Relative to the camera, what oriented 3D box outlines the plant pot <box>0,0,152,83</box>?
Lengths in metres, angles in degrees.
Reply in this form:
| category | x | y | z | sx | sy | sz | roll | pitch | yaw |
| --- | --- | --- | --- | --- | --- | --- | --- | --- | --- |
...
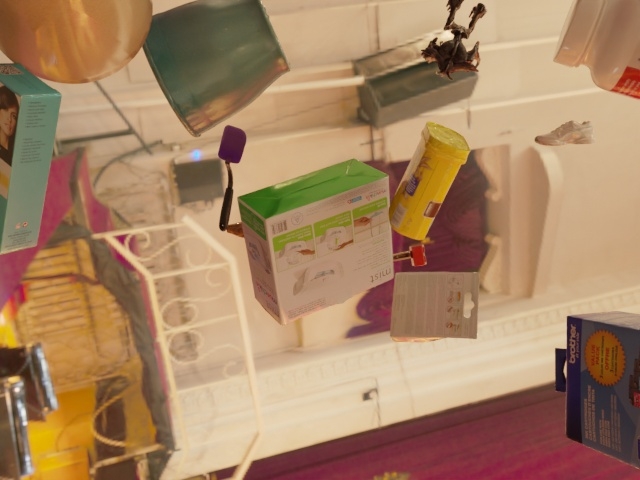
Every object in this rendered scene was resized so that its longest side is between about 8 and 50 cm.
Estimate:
| category | x | y | z | sx | sy | sz | roll | pitch | yaw |
| --- | --- | --- | --- | --- | --- | --- | --- | --- | --- |
| plant pot | -0.356 | -0.364 | 0.923 | 0.274 | 0.256 | 0.256 | -166 | -114 | -74 |

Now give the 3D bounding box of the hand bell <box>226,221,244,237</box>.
| category | x | y | z | sx | sy | sz | roll | pitch | yaw |
| --- | --- | --- | --- | --- | --- | --- | --- | --- | --- |
| hand bell | -0.103 | -0.020 | 1.610 | 0.126 | 0.242 | 0.126 | -176 | -90 | -68 |

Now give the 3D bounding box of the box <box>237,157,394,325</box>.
| category | x | y | z | sx | sy | sz | roll | pitch | yaw |
| --- | --- | --- | --- | --- | --- | --- | --- | --- | --- |
| box | 0.000 | 0.000 | 1.290 | 0.127 | 0.262 | 0.231 | 37 | -38 | 50 |

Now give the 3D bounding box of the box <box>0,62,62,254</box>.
| category | x | y | z | sx | sy | sz | roll | pitch | yaw |
| --- | --- | --- | --- | --- | --- | --- | --- | --- | --- |
| box | -0.427 | -0.110 | 0.933 | 0.100 | 0.060 | 0.244 | 35 | -60 | 24 |

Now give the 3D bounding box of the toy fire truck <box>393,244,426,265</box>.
| category | x | y | z | sx | sy | sz | roll | pitch | yaw |
| --- | --- | --- | --- | --- | --- | --- | --- | --- | --- |
| toy fire truck | 0.178 | 0.041 | 1.630 | 0.192 | 0.135 | 0.047 | -34 | 114 | -87 |

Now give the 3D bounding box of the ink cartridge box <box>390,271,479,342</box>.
| category | x | y | z | sx | sy | sz | roll | pitch | yaw |
| --- | --- | --- | --- | --- | --- | --- | --- | --- | --- |
| ink cartridge box | 0.238 | 0.137 | 1.402 | 0.045 | 0.179 | 0.145 | 51 | 42 | -60 |

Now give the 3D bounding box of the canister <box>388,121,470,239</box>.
| category | x | y | z | sx | sy | sz | roll | pitch | yaw |
| --- | --- | --- | --- | --- | --- | --- | --- | --- | --- |
| canister | 0.177 | -0.099 | 1.137 | 0.126 | 0.073 | 0.170 | -81 | -167 | -65 |

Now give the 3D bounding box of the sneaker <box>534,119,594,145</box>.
| category | x | y | z | sx | sy | sz | roll | pitch | yaw |
| --- | --- | --- | --- | --- | --- | --- | --- | --- | --- |
| sneaker | 0.601 | -0.265 | 1.678 | 0.054 | 0.152 | 0.061 | -133 | -142 | -78 |

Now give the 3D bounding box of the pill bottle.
| category | x | y | z | sx | sy | sz | roll | pitch | yaw |
| --- | --- | --- | --- | --- | --- | --- | --- | --- | --- |
| pill bottle | 0.702 | -0.391 | 1.372 | 0.229 | 0.407 | 0.229 | 19 | 90 | -81 |

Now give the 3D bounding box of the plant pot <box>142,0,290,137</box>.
| category | x | y | z | sx | sy | sz | roll | pitch | yaw |
| --- | --- | --- | --- | --- | --- | --- | --- | --- | --- |
| plant pot | -0.212 | -0.397 | 1.453 | 0.271 | 0.255 | 0.272 | -24 | 90 | -87 |

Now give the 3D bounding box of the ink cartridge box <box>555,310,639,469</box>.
| category | x | y | z | sx | sy | sz | roll | pitch | yaw |
| --- | --- | --- | --- | --- | --- | --- | --- | --- | --- |
| ink cartridge box | 0.622 | 0.287 | 1.317 | 0.395 | 0.151 | 0.270 | -177 | -93 | -71 |

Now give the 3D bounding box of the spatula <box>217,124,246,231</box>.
| category | x | y | z | sx | sy | sz | roll | pitch | yaw |
| --- | --- | --- | --- | --- | --- | --- | --- | --- | --- |
| spatula | -0.250 | -0.163 | 1.859 | 0.084 | 0.030 | 0.296 | 21 | -66 | 28 |

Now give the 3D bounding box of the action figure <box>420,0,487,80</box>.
| category | x | y | z | sx | sy | sz | roll | pitch | yaw |
| --- | --- | --- | --- | --- | --- | --- | --- | --- | --- |
| action figure | 0.363 | -0.523 | 1.835 | 0.141 | 0.164 | 0.276 | 94 | 17 | -68 |
